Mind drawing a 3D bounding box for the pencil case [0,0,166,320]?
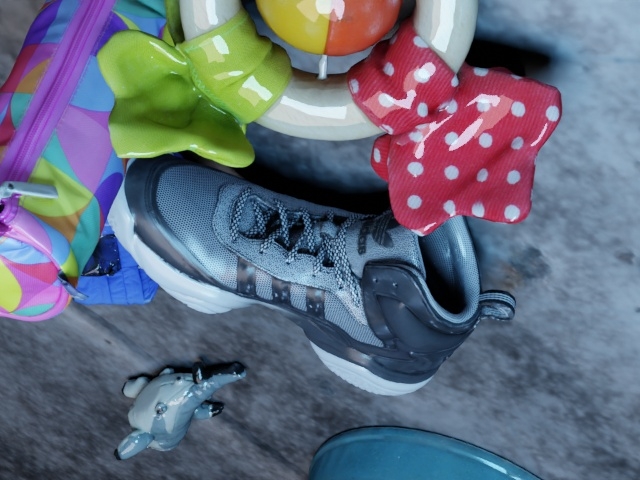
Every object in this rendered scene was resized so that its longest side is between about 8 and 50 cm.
[{"bbox_3d":[-0.156,-0.061,0.968,0.104,0.236,0.104,10,141,8],"label":"pencil case"}]

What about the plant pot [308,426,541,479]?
[{"bbox_3d":[0.067,0.334,1.299,0.271,0.255,0.272,19,145,14],"label":"plant pot"}]

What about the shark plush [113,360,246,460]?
[{"bbox_3d":[-0.113,0.133,1.375,0.067,0.073,0.161,24,129,-27],"label":"shark plush"}]

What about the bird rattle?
[{"bbox_3d":[0.009,-0.108,0.888,0.253,0.143,0.207,11,123,10],"label":"bird rattle"}]

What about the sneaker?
[{"bbox_3d":[0.000,0.000,1.054,0.268,0.101,0.153,30,145,-19],"label":"sneaker"}]

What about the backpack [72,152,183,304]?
[{"bbox_3d":[-0.140,-0.008,1.148,0.101,0.098,0.120,6,142,-2],"label":"backpack"}]
